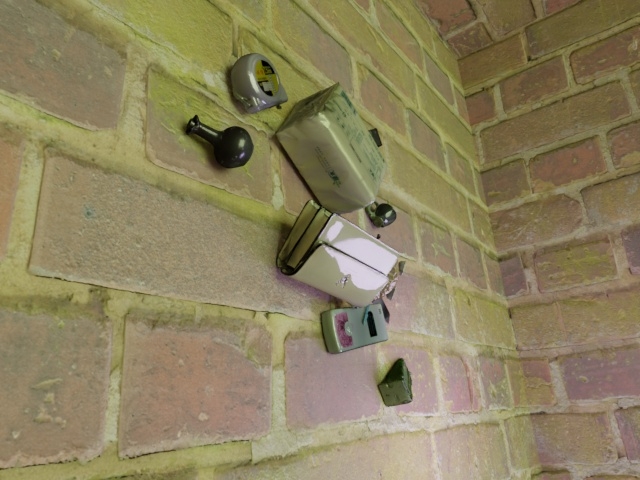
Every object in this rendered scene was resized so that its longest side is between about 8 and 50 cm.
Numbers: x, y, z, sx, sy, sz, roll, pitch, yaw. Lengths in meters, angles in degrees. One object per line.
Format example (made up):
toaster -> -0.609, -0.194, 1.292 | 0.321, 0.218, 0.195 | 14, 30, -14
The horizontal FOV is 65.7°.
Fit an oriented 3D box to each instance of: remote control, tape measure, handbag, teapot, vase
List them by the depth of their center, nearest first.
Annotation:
vase -> -0.274, -0.273, 1.343 | 0.183, 0.120, 0.120 | 27, 53, -30
handbag -> 0.059, 0.059, 1.555 | 0.359, 0.160, 0.236 | 29, 95, -42
tape measure -> -0.202, -0.492, 1.557 | 0.196, 0.105, 0.178 | -30, 107, -55
remote control -> 0.124, 0.295, 1.693 | 0.344, 0.050, 0.145 | 5, 71, -54
teapot -> 0.240, -0.102, 2.042 | 0.091, 0.124, 0.092 | -43, 153, -38

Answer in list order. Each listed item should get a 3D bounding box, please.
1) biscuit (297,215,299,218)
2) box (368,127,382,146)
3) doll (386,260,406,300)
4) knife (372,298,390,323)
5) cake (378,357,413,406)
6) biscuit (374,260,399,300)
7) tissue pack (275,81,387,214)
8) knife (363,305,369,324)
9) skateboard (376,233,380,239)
biscuit -> 0.002, -0.001, 1.672 | 0.215, 0.034, 0.182 | 20, 59, -50
box -> 0.222, -0.447, 2.184 | 0.063, 0.060, 0.084 | -16, 89, -49
doll -> 0.195, 0.111, 1.818 | 0.217, 0.085, 0.183 | 24, 88, -17
knife -> 0.217, 0.225, 1.892 | 0.060, 0.028, 0.230 | -45, 115, -41
cake -> 0.281, 0.520, 1.834 | 0.235, 0.099, 0.100 | -39, 108, -77
biscuit -> 0.178, 0.112, 1.751 | 0.219, 0.220, 0.033 | 65, -9, -11
tissue pack -> 0.052, -0.314, 1.735 | 0.380, 0.207, 0.297 | 56, 35, -23
knife -> 0.159, 0.255, 1.713 | 0.014, 0.005, 0.091 | 51, 39, -26
skateboard -> 0.173, 0.028, 1.894 | 0.151, 0.067, 0.080 | -21, 103, -51
